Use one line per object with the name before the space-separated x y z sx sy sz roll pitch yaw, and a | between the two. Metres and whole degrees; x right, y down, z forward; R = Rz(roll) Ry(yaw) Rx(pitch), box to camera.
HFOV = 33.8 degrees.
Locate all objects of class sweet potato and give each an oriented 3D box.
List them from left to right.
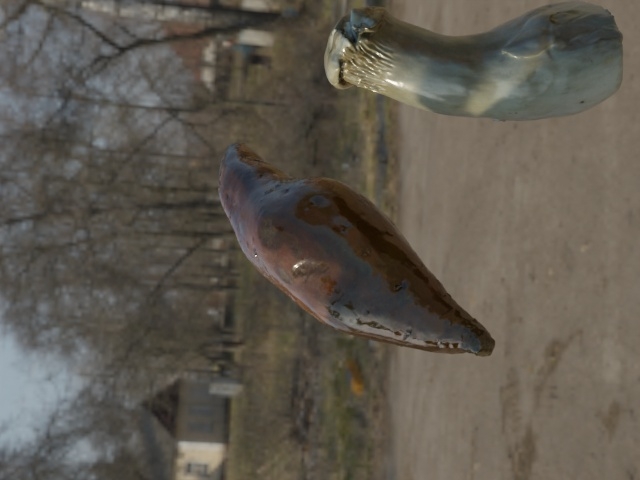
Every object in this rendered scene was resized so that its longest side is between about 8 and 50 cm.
sweet potato | 0.002 0.003 0.878 0.359 0.112 0.112 33 129 37

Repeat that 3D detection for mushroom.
mushroom | 0.114 -0.136 0.808 0.081 0.223 0.092 -54 -37 -83
